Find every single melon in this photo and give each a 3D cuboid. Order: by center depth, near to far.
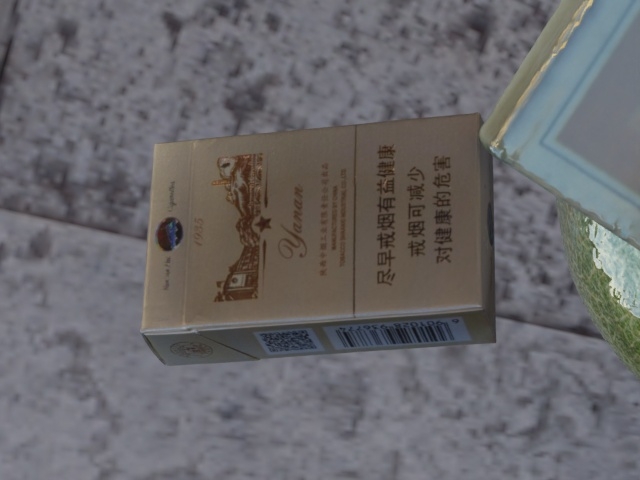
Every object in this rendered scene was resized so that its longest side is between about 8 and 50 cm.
[{"bbox_3d":[0.145,0.030,0.723,0.079,0.160,0.128,-32,41,32],"label":"melon"}]

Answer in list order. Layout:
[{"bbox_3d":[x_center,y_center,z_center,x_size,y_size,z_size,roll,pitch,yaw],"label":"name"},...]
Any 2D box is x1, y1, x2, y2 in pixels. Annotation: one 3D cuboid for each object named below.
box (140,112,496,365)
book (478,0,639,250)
[{"bbox_3d":[0.000,0.000,0.443,0.083,0.024,0.053,-5,63,14],"label":"box"},{"bbox_3d":[0.167,-0.082,0.434,0.241,0.170,0.018,-57,17,4],"label":"book"}]
